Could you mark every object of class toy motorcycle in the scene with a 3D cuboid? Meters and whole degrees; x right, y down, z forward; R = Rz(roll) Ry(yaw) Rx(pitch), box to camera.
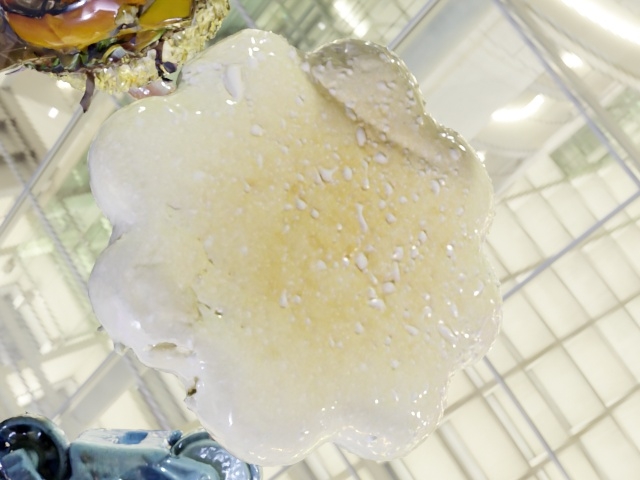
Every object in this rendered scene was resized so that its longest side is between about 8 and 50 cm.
[{"bbox_3d":[-0.215,0.315,1.105,0.319,0.182,0.241,3,-111,5],"label":"toy motorcycle"}]

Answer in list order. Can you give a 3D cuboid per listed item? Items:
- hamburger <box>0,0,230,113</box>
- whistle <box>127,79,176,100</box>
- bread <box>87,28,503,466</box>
[{"bbox_3d":[-0.176,-0.221,0.906,0.139,0.243,0.262,55,-144,-48],"label":"hamburger"},{"bbox_3d":[-0.248,-0.216,1.099,0.220,0.057,0.107,38,-103,0],"label":"whistle"},{"bbox_3d":[0.000,0.000,0.676,0.316,0.054,0.316,7,-106,-26],"label":"bread"}]
